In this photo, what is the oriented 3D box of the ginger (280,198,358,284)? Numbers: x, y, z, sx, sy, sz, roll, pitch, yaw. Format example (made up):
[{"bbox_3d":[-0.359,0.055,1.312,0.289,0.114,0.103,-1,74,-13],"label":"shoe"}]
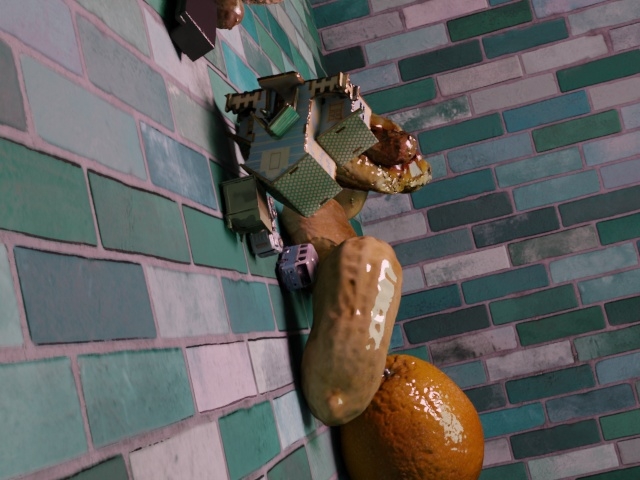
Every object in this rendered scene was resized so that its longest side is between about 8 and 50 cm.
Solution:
[{"bbox_3d":[0.026,0.009,2.124,0.276,0.130,0.221,51,20,-21],"label":"ginger"}]

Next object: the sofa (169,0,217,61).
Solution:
[{"bbox_3d":[-0.216,-0.364,1.605,0.085,0.060,0.147,51,23,-36],"label":"sofa"}]

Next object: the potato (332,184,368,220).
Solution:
[{"bbox_3d":[0.026,-0.094,2.479,0.202,0.182,0.117,-150,-113,-73],"label":"potato"}]

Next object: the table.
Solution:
[{"bbox_3d":[-0.123,-0.052,1.640,0.079,0.062,0.083,54,23,-66],"label":"table"}]

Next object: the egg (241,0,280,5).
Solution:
[{"bbox_3d":[-0.108,-0.639,2.075,0.310,0.279,0.279,-63,148,-33],"label":"egg"}]

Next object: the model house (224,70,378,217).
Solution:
[{"bbox_3d":[-0.050,-0.159,1.698,0.178,0.271,0.207,45,46,-56],"label":"model house"}]

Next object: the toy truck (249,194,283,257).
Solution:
[{"bbox_3d":[-0.108,-0.034,1.758,0.063,0.052,0.123,29,47,-73],"label":"toy truck"}]

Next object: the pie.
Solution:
[{"bbox_3d":[0.073,-0.214,2.392,0.180,0.395,0.418,-66,167,-2],"label":"pie"}]

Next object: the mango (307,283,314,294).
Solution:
[{"bbox_3d":[0.024,0.031,2.300,0.295,0.120,0.177,-80,152,-71],"label":"mango"}]

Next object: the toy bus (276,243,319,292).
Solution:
[{"bbox_3d":[-0.043,0.052,1.970,0.123,0.074,0.060,-81,156,-70],"label":"toy bus"}]

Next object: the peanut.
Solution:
[{"bbox_3d":[0.053,0.171,1.918,0.192,0.169,0.387,138,-31,-64],"label":"peanut"}]

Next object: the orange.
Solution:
[{"bbox_3d":[0.192,0.424,2.141,0.322,0.322,0.357,-81,152,-70],"label":"orange"}]

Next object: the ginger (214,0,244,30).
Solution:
[{"bbox_3d":[-0.197,-0.486,1.819,0.104,0.080,0.204,-35,109,-66],"label":"ginger"}]

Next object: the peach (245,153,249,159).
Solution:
[{"bbox_3d":[-0.103,-0.201,1.900,0.101,0.100,0.101,-14,90,-82],"label":"peach"}]
